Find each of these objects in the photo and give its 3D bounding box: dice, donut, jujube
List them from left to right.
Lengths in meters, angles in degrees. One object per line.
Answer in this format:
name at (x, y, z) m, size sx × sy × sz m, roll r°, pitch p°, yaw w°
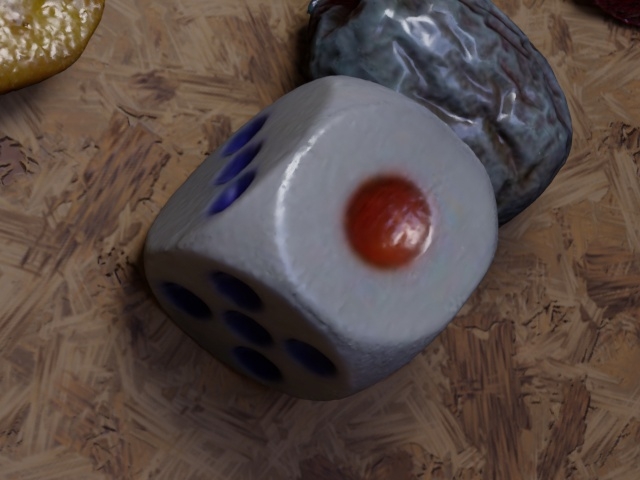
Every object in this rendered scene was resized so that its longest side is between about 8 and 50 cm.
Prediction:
donut at (-0.355, -0.261, 1.670) m, size 0.303 × 0.110 × 0.302 m, roll 6°, pitch 79°, yaw -33°
dice at (0.000, 0.000, 1.754) m, size 0.243 × 0.251 × 0.259 m, roll 46°, pitch 62°, yaw -18°
jujube at (0.127, -0.159, 1.875) m, size 0.317 × 0.226 × 0.226 m, roll 43°, pitch 63°, yaw -16°

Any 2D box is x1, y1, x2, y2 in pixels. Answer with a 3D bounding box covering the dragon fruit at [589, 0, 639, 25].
dragon fruit at (0.389, -0.373, 2.134) m, size 0.262 × 0.134 × 0.211 m, roll 25°, pitch 57°, yaw -42°
